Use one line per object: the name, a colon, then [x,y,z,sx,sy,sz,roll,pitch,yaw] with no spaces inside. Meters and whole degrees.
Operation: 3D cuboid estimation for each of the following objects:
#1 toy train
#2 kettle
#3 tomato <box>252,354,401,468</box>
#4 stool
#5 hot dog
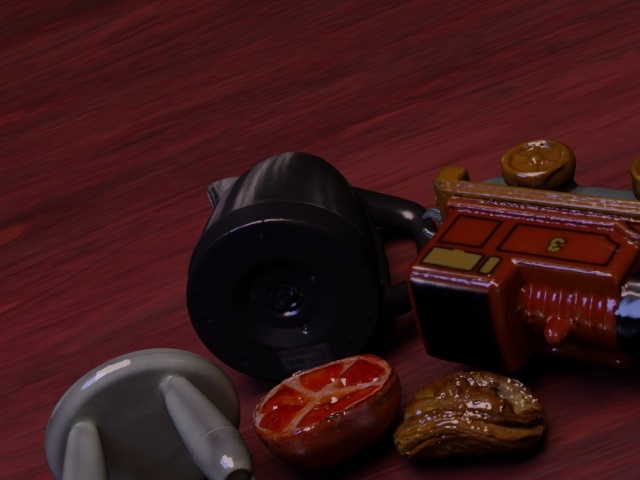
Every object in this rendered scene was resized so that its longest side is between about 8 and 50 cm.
toy train: [0.239,0.026,1.287,0.369,0.163,0.231,9,42,35]
kettle: [-0.014,-0.009,1.458,0.250,0.207,0.271,-22,28,14]
tomato: [0.011,0.176,1.307,0.155,0.069,0.155,-21,17,6]
stool: [-0.141,0.233,1.228,0.195,0.195,0.199,-27,42,-6]
hot dog: [0.139,0.170,1.253,0.147,0.065,0.099,-8,21,22]
